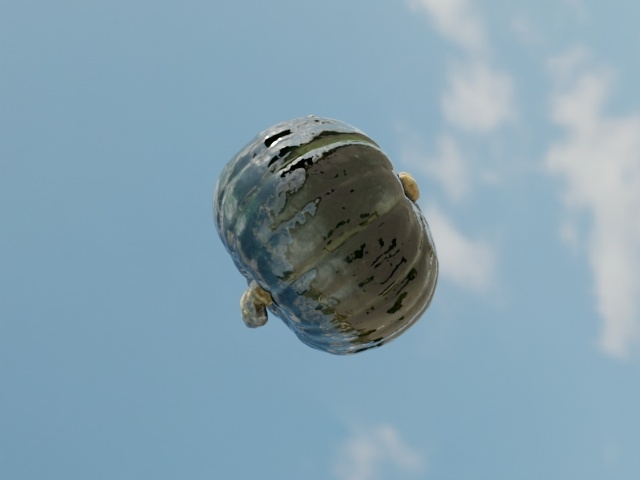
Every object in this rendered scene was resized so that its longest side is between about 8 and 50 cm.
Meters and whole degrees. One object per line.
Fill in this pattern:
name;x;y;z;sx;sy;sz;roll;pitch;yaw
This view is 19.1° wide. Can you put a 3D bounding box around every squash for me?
squash;0.004;-0.004;1.582;0.218;0.172;0.218;-18;-90;-85
